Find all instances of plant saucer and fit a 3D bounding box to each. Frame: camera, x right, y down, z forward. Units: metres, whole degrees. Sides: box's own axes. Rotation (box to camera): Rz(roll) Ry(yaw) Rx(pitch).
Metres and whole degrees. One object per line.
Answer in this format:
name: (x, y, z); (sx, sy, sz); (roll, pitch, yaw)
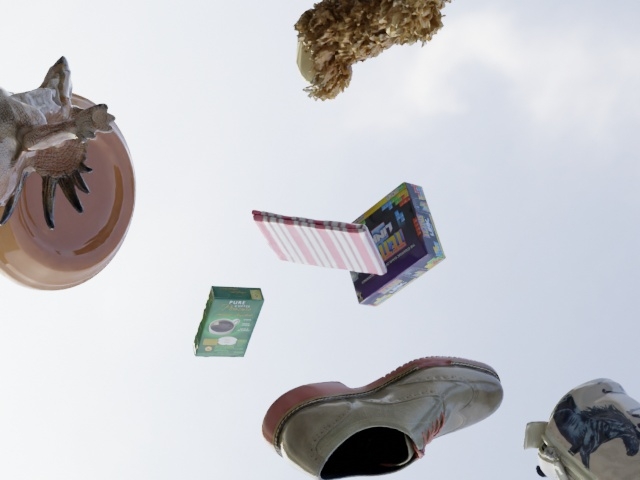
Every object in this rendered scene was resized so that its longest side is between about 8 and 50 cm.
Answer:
plant saucer: (-0.253, -0.048, 1.067); (0.037, 0.200, 0.200); (4, -116, 39)

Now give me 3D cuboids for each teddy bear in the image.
teddy bear: (0.099, -0.252, 0.962); (0.338, 0.113, 0.245); (-47, -172, 18)

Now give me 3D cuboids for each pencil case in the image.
pencil case: (0.438, 0.342, 1.342); (0.183, 0.160, 0.410); (-17, -145, -24)

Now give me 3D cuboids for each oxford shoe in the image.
oxford shoe: (0.104, 0.235, 1.350); (0.130, 0.348, 0.123); (40, -48, 49)

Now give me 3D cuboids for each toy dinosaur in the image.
toy dinosaur: (-0.286, -0.052, 0.889); (0.295, 0.127, 0.200); (-38, 174, -26)

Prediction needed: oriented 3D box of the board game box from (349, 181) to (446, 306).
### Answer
board game box: (0.114, 0.008, 1.792); (0.170, 0.048, 0.141); (-39, -127, 36)

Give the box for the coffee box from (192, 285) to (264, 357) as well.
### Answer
coffee box: (-0.193, 0.171, 2.268); (0.040, 0.113, 0.184); (-108, -152, -44)

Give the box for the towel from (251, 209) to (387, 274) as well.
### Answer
towel: (0.000, 0.000, 1.707); (0.197, 0.144, 0.029); (8, -115, 21)
